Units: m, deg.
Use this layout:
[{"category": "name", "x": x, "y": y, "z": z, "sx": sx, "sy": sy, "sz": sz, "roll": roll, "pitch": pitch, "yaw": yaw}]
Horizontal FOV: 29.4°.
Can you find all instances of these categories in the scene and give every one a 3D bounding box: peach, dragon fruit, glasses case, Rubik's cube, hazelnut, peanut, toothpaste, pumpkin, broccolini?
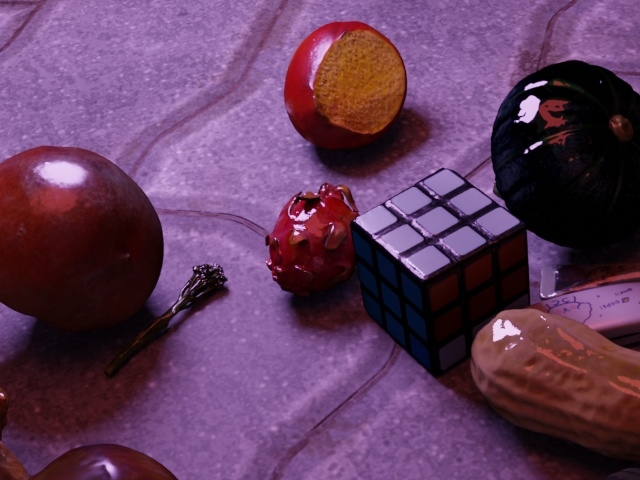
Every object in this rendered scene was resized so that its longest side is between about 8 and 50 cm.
[{"category": "peach", "x": 0.037, "y": -0.230, "z": 1.817, "sx": 0.190, "sy": 0.190, "sz": 0.192, "roll": -9, "pitch": 25, "yaw": 2}, {"category": "dragon fruit", "x": 0.000, "y": 0.000, "z": 1.604, "sx": 0.133, "sy": 0.136, "sz": 0.166, "roll": 28, "pitch": 54, "yaw": -7}, {"category": "glasses case", "x": 0.327, "y": 0.097, "z": 1.474, "sx": 0.197, "sy": 0.049, "sz": 0.076, "roll": -12, "pitch": 40, "yaw": -2}, {"category": "Rubik's cube", "x": 0.150, "y": 0.035, "z": 1.499, "sx": 0.163, "sy": 0.160, "sz": 0.162, "roll": -30, "pitch": 44, "yaw": -21}, {"category": "hazelnut", "x": -0.199, "y": 0.306, "z": 1.228, "sx": 0.218, "sy": 0.218, "sz": 0.234, "roll": -17, "pitch": 40, "yaw": -8}, {"category": "peanut", "x": 0.310, "y": 0.164, "z": 1.334, "sx": 0.305, "sy": 0.147, "sz": 0.147, "roll": 18, "pitch": 48, "yaw": 30}, {"category": "toothpaste", "x": 0.384, "y": 0.049, "z": 1.532, "sx": 0.216, "sy": 0.037, "sz": 0.062, "roll": -3, "pitch": 39, "yaw": 17}, {"category": "peach", "x": -0.322, "y": -0.003, "z": 1.566, "sx": 0.252, "sy": 0.252, "sz": 0.252, "roll": -6, "pitch": 40, "yaw": 5}, {"category": "pumpkin", "x": 0.319, "y": -0.098, "z": 1.602, "sx": 0.248, "sy": 0.248, "sz": 0.248, "roll": -6, "pitch": 40, "yaw": 5}, {"category": "broccolini", "x": -0.201, "y": 0.105, "z": 1.599, "sx": 0.044, "sy": 0.042, "sz": 0.218, "roll": -5, "pitch": 36, "yaw": 51}]

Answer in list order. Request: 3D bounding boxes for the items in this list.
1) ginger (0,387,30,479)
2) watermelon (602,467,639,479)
[{"category": "ginger", "x": -0.475, "y": 0.264, "z": 1.386, "sx": 0.274, "sy": 0.152, "sz": 0.357, "roll": -44, "pitch": 42, "yaw": 1}, {"category": "watermelon", "x": 0.312, "y": 0.277, "z": 1.227, "sx": 0.105, "sy": 0.105, "sz": 0.133, "roll": -29, "pitch": 32, "yaw": -21}]
